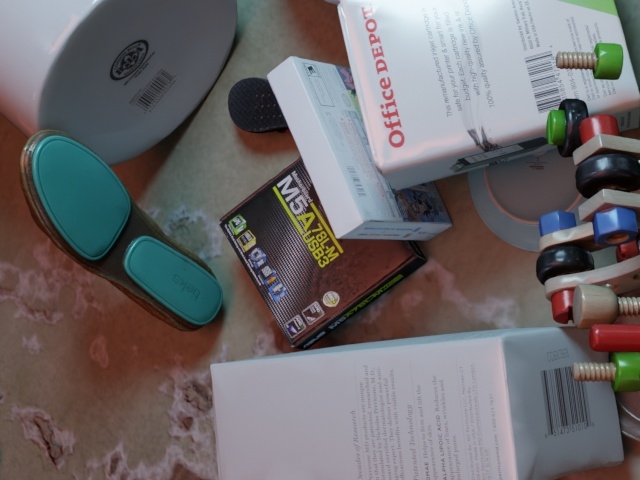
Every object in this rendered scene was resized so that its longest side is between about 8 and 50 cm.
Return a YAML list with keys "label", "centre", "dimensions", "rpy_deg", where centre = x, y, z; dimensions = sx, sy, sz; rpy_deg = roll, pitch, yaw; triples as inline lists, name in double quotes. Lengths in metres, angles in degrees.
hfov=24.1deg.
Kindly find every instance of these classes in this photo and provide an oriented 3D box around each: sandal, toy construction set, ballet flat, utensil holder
- label: "sandal"
  centre: [-0.039, -0.157, 1.799]
  dimensions: [0.179, 0.040, 0.067]
  rpy_deg: [9, 89, 37]
- label: "toy construction set"
  centre: [0.339, 0.006, 1.387]
  dimensions: [0.237, 0.309, 0.258]
  rpy_deg: [1, 130, -3]
- label: "ballet flat"
  centre: [-0.258, -0.009, 1.801]
  dimensions: [0.124, 0.342, 0.116]
  rpy_deg: [8, 63, 50]
- label: "utensil holder"
  centre: [-0.337, -0.319, 1.839]
  dimensions: [0.385, 0.327, 0.328]
  rpy_deg: [43, 111, 26]

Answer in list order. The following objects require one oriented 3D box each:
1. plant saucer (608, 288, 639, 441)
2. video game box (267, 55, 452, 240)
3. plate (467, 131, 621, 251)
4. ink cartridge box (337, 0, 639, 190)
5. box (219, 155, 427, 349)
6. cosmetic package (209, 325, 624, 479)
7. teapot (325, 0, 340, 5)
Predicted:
- label: "plant saucer"
  centre: [0.351, 0.124, 1.537]
  dimensions: [0.168, 0.029, 0.169]
  rpy_deg: [-1, 88, 33]
- label: "video game box"
  centre: [0.045, -0.098, 1.655]
  dimensions: [0.048, 0.187, 0.205]
  rpy_deg: [-34, 70, 32]
- label: "plate"
  centre: [0.237, -0.081, 1.622]
  dimensions: [0.188, 0.024, 0.188]
  rpy_deg: [-1, 89, 35]
- label: "ink cartridge box"
  centre: [0.174, -0.186, 1.555]
  dimensions: [0.272, 0.115, 0.198]
  rpy_deg: [-14, 79, 9]
- label: "box"
  centre: [0.000, 0.000, 1.747]
  dimensions: [0.184, 0.045, 0.191]
  rpy_deg: [-37, 68, 16]
- label: "cosmetic package"
  centre: [0.092, 0.181, 1.583]
  dimensions: [0.385, 0.217, 0.156]
  rpy_deg: [-11, 84, 40]
- label: "teapot"
  centre: [0.044, -0.389, 1.676]
  dimensions: [0.252, 0.187, 0.256]
  rpy_deg: [53, 144, 44]
